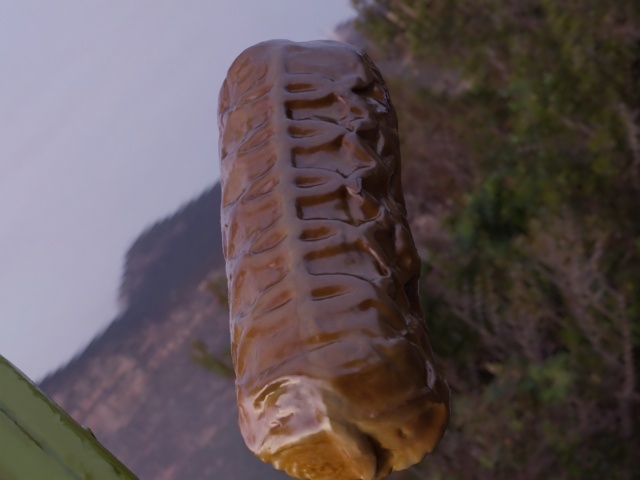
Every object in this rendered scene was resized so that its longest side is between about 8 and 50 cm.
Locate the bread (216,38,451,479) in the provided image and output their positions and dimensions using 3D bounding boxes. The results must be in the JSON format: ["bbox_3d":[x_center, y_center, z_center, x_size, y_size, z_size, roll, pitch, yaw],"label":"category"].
[{"bbox_3d":[0.000,0.000,0.424,0.157,0.052,0.044,-98,2,-48],"label":"bread"}]

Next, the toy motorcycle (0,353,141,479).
[{"bbox_3d":[-0.102,0.142,0.578,0.142,0.342,0.206,-21,-36,-55],"label":"toy motorcycle"}]
